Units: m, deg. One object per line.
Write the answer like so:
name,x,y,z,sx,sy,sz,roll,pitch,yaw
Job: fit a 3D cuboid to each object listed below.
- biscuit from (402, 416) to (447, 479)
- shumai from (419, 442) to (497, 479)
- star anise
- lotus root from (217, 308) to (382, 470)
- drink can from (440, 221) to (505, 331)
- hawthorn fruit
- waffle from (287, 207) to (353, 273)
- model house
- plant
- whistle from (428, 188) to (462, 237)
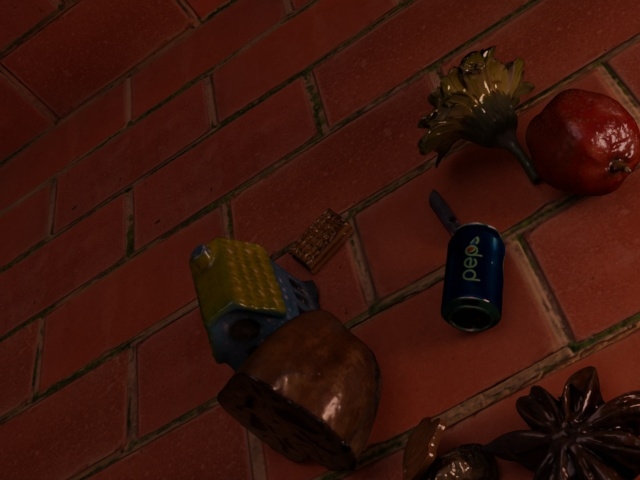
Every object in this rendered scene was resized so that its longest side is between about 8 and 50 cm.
biscuit,0.183,0.361,1.657,0.118,0.023,0.140,-55,8,19
shumai,0.232,0.394,1.593,0.139,0.105,0.123,-13,38,-3
star anise,0.404,0.337,1.479,0.315,0.108,0.315,-22,46,25
lotus root,-0.014,0.297,1.793,0.316,0.316,0.250,1,37,41
drink can,0.298,0.070,1.808,0.118,0.118,0.205,-15,47,31
hawthorn fruit,0.517,-0.176,1.786,0.205,0.205,0.253,-38,39,6
waffle,0.000,0.000,2.190,0.148,0.042,0.102,-48,37,-6
model house,-0.161,0.142,2.007,0.215,0.303,0.237,-40,38,15
plant,0.345,-0.271,1.971,0.305,0.261,0.297,-33,37,-4
whistle,0.273,-0.051,2.010,0.033,0.033,0.176,-37,39,8
